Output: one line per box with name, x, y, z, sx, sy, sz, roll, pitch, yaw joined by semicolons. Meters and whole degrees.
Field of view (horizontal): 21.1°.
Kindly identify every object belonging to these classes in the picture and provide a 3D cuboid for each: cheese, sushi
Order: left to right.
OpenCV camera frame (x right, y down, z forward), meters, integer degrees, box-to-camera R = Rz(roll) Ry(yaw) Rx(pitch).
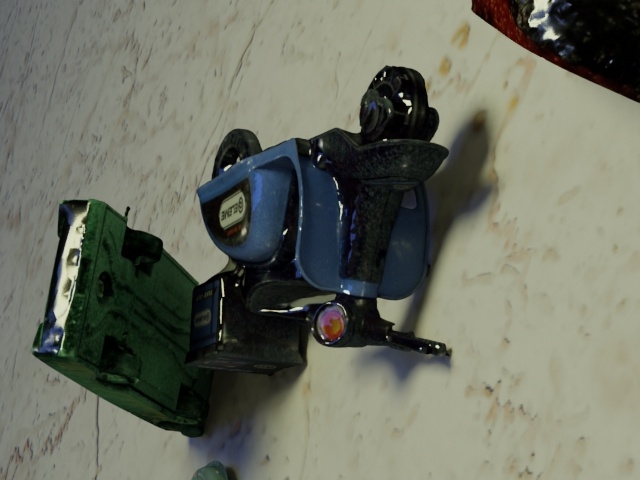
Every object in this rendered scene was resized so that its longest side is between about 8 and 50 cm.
cheese;-0.091;0.228;1.492;0.120;0.026;0.067;12;86;66
sushi;0.171;-0.170;1.058;0.126;0.136;0.225;-64;18;14

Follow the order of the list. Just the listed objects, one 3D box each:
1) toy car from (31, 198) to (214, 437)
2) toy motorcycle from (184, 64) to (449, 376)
toy car;-0.164;0.072;1.479;0.321;0.097;0.141;52;-136;-67
toy motorcycle;0.000;0.000;1.345;0.358;0.125;0.213;156;118;-63
